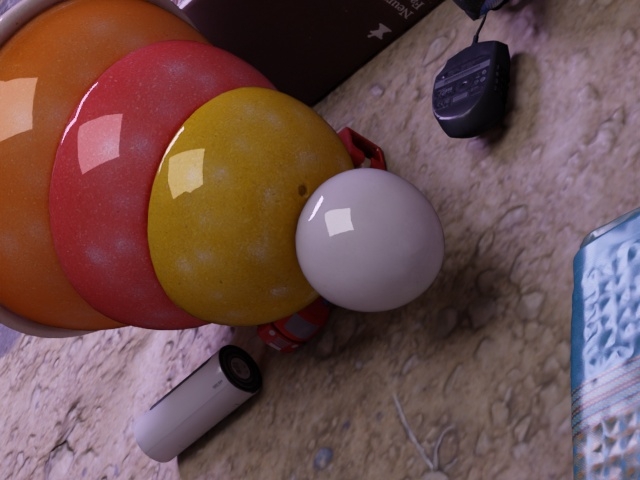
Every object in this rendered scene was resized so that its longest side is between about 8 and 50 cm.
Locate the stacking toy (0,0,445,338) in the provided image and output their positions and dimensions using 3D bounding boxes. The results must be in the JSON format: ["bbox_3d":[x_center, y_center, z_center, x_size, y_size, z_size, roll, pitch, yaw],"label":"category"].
[{"bbox_3d":[-0.081,-0.028,1.529,0.480,0.350,0.351,19,79,40],"label":"stacking toy"}]

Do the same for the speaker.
[{"bbox_3d":[-0.120,0.159,1.672,0.136,0.055,0.055,-41,34,31],"label":"speaker"}]

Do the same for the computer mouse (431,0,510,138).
[{"bbox_3d":[0.151,-0.179,1.594,0.071,0.041,0.242,-20,40,36],"label":"computer mouse"}]

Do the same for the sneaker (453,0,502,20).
[{"bbox_3d":[0.175,-0.339,1.584,0.147,0.130,0.330,-21,38,42],"label":"sneaker"}]

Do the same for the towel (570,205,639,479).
[{"bbox_3d":[0.271,0.106,1.145,0.271,0.040,0.370,-32,41,41],"label":"towel"}]

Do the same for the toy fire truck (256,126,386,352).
[{"bbox_3d":[0.000,0.000,1.641,0.135,0.047,0.192,-36,36,36],"label":"toy fire truck"}]

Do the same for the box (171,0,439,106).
[{"bbox_3d":[-0.015,-0.277,1.771,0.381,0.191,0.143,-36,37,36],"label":"box"}]
